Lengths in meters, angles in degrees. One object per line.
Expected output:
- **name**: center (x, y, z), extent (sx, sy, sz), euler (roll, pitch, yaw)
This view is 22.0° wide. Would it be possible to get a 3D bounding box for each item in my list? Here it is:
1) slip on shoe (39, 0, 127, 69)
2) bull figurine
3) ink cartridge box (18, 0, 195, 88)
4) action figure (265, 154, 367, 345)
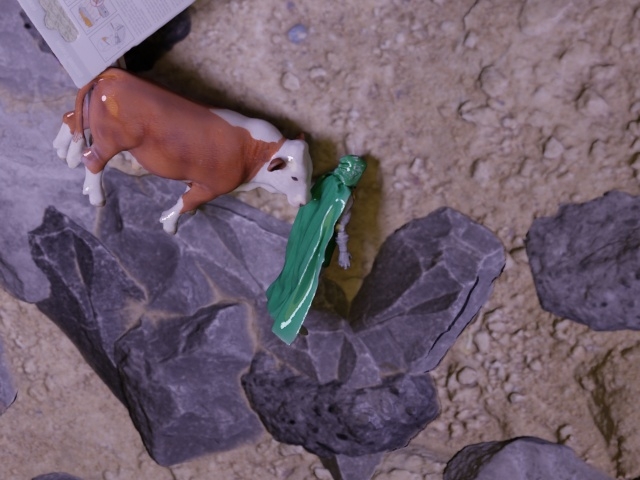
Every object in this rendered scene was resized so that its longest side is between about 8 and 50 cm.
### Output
- **slip on shoe**: center (-0.266, -0.319, 1.871), extent (0.123, 0.101, 0.331), euler (24, 138, 37)
- **bull figurine**: center (-0.162, -0.102, 1.948), extent (0.310, 0.101, 0.188), euler (26, 124, -24)
- **ink cartridge box**: center (-0.226, -0.310, 1.808), extent (0.232, 0.066, 0.189), euler (-37, 132, -6)
- **action figure**: center (0.000, 0.000, 2.007), extent (0.063, 0.137, 0.232), euler (13, 112, -25)
